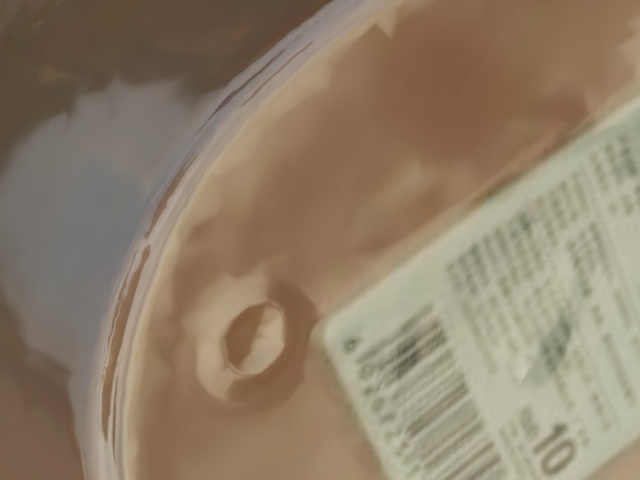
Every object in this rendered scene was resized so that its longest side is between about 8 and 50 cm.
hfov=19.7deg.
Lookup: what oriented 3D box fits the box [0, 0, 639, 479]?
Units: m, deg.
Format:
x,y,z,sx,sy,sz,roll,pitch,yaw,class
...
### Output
x,y,z,sx,sy,sz,roll,pitch,yaw,class
0.000,0.000,0.526,0.301,0.216,0.301,-10,112,-27,box
